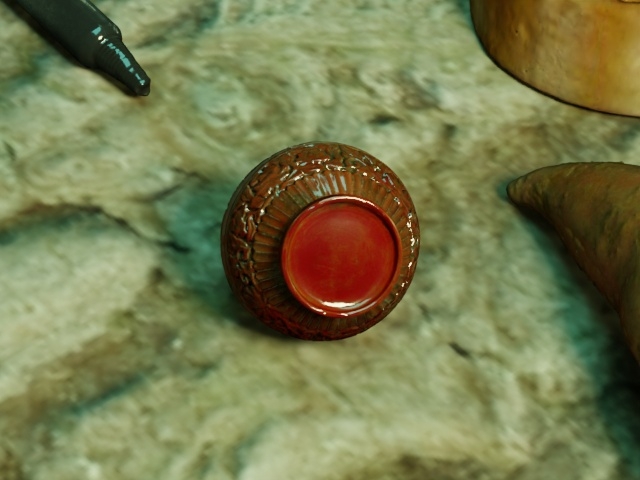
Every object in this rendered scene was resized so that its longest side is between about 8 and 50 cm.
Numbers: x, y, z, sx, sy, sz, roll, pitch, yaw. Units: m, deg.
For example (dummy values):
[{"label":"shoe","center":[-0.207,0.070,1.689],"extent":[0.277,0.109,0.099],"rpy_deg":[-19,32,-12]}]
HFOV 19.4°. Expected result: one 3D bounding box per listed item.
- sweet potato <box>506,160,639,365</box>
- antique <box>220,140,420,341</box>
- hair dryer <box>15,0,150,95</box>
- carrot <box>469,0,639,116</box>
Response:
[{"label":"sweet potato","center":[0.196,0.057,0.886],"extent":[0.106,0.095,0.354],"rpy_deg":[-39,46,14]},{"label":"antique","center":[0.000,0.000,0.923],"extent":[0.104,0.104,0.104],"rpy_deg":[3,47,-3]},{"label":"hair dryer","center":[-0.180,-0.139,1.076],"extent":[0.173,0.050,0.195],"rpy_deg":[-21,55,-20]},{"label":"carrot","center":[0.189,-0.223,1.048],"extent":[0.196,0.254,0.196],"rpy_deg":[1,44,-1]}]
